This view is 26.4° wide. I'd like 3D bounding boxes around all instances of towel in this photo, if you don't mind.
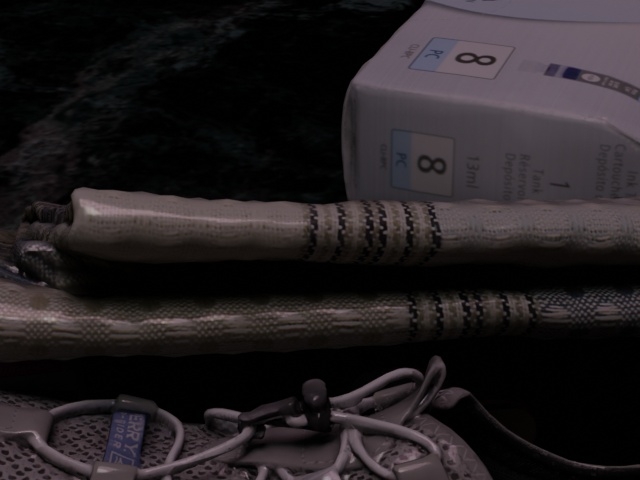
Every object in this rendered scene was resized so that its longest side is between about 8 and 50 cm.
[{"bbox_3d":[0.000,0.000,0.558,0.324,0.056,0.312,-2,4,-13],"label":"towel"}]

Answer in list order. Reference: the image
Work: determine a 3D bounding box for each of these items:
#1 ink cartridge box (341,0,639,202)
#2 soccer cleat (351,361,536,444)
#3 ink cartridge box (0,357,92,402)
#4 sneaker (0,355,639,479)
[{"bbox_3d":[0.244,-0.091,0.824,0.385,0.091,0.308,9,30,19],"label":"ink cartridge box"},{"bbox_3d":[0.050,0.075,0.583,0.083,0.029,0.035,14,27,16],"label":"soccer cleat"},{"bbox_3d":[-0.161,0.129,0.453,0.186,0.065,0.311,-6,31,-10],"label":"ink cartridge box"},{"bbox_3d":[-0.002,0.075,0.414,0.281,0.115,0.105,15,22,-14],"label":"sneaker"}]
